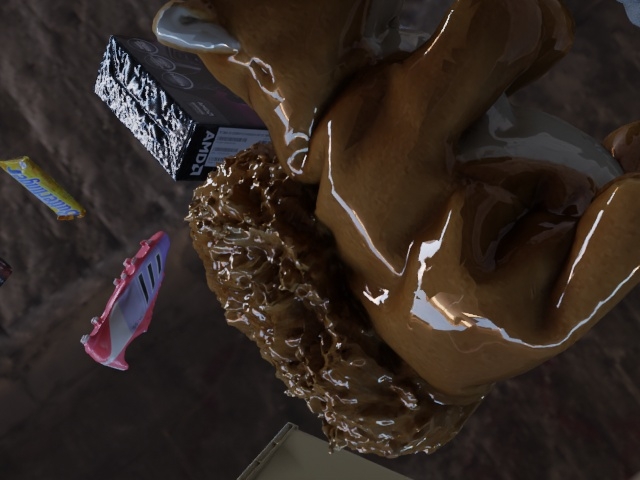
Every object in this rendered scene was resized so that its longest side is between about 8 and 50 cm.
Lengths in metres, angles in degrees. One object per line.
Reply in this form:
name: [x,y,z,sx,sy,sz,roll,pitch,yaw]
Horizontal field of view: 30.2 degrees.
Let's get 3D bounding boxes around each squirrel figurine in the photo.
squirrel figurine: [0.025,-0.049,0.906,0.370,0.397,0.281,39,-153,1]

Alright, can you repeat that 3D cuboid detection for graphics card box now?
graphics card box: [-0.092,-0.174,1.609,0.371,0.094,0.233,-2,-143,-41]

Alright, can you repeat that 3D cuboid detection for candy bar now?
candy bar: [-0.328,-0.063,1.399,0.161,0.040,0.018,55,-151,-61]

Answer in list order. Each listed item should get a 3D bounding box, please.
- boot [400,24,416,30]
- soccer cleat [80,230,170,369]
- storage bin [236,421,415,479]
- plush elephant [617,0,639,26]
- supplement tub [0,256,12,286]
boot: [0.061,-0.076,1.100,0.123,0.095,0.258,-118,29,-69]
soccer cleat: [-0.316,0.102,2.033,0.095,0.248,0.083,33,167,-16]
storage bin: [0.012,0.355,1.263,0.262,0.123,0.260,21,-142,22]
plush elephant: [0.384,-0.267,1.015,0.272,0.255,0.330,-57,-48,-46]
supplement tub: [-0.539,0.084,1.682,0.106,0.198,0.106,38,171,7]
